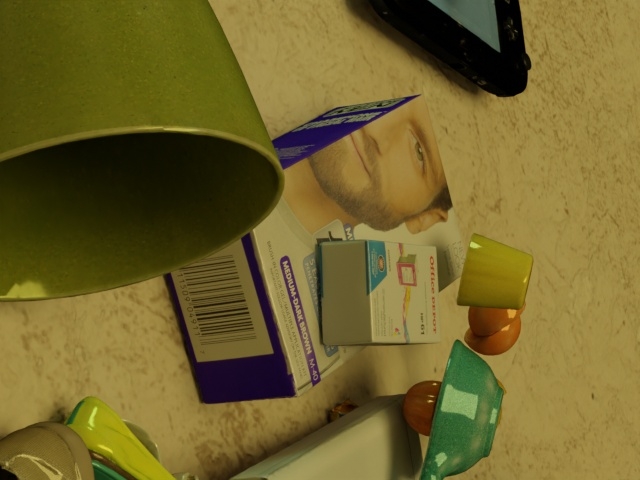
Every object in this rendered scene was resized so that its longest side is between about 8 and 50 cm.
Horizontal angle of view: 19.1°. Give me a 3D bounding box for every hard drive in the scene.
[{"bbox_3d":[0.023,0.280,1.663,0.353,0.047,0.233,-17,99,-67],"label":"hard drive"}]

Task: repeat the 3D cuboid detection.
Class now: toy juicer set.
[{"bbox_3d":[0.123,0.171,1.798,0.209,0.089,0.329,76,27,-73],"label":"toy juicer set"}]

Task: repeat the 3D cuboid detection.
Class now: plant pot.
[{"bbox_3d":[-0.192,-0.144,1.343,0.275,0.275,0.293,18,53,-55],"label":"plant pot"}]

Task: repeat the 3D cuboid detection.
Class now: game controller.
[{"bbox_3d":[0.132,-0.268,2.009,0.319,0.067,0.166,26,62,-53],"label":"game controller"}]

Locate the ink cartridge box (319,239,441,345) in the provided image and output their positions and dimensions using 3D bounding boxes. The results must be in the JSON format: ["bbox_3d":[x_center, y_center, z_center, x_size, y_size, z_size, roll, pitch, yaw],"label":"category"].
[{"bbox_3d":[0.053,0.046,1.639,0.122,0.052,0.088,5,81,-59],"label":"ink cartridge box"}]

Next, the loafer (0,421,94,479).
[{"bbox_3d":[-0.206,0.263,1.351,0.092,0.102,0.268,7,68,-55],"label":"loafer"}]

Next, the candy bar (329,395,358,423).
[{"bbox_3d":[0.032,0.228,1.792,0.040,0.018,0.161,-12,94,-57],"label":"candy bar"}]

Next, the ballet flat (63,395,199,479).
[{"bbox_3d":[-0.129,0.203,1.503,0.231,0.077,0.077,50,31,-37],"label":"ballet flat"}]

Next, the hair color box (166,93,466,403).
[{"bbox_3d":[0.000,0.000,1.711,0.339,0.110,0.185,-34,112,-56],"label":"hair color box"}]
